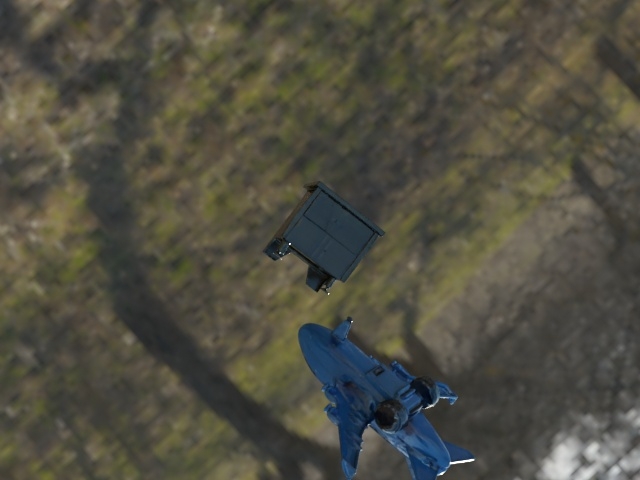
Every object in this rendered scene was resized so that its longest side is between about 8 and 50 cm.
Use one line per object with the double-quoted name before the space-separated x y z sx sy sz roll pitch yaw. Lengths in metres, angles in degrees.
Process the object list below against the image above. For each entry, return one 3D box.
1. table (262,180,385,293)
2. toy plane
"table" 0.000 0.000 1.596 0.082 0.083 0.070 -54 -170 -8
"toy plane" 0.073 0.200 2.043 0.254 0.271 0.105 -28 166 -51
